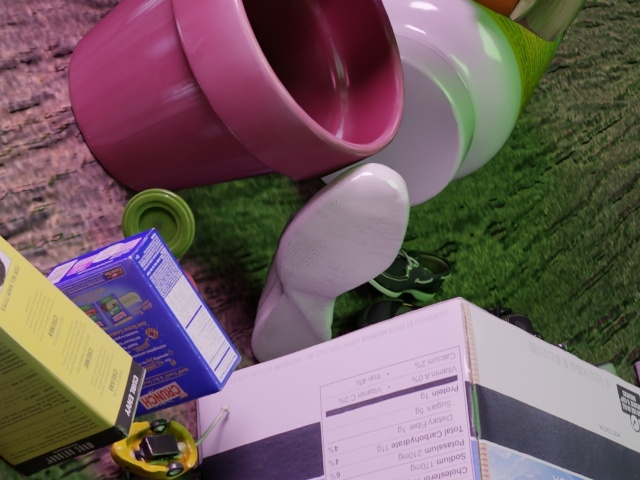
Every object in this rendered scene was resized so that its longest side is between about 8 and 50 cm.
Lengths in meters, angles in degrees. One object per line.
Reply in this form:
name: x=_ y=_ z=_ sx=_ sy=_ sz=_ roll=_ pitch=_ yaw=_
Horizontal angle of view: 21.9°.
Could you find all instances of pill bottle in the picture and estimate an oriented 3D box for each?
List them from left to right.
pill bottle: x=0.099 y=-0.165 z=1.446 sx=0.188 sy=0.188 sz=0.334 roll=59 pitch=31 yaw=-16

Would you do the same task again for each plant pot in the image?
plant pot: x=-0.069 y=-0.122 z=1.160 sx=0.201 sy=0.180 sz=0.201 roll=34 pitch=45 yaw=-43

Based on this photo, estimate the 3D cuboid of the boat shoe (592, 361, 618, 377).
boat shoe: x=0.245 y=0.164 z=1.572 sx=0.226 sy=0.083 sz=0.075 roll=-8 pitch=77 yaw=-60

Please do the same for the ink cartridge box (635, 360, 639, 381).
ink cartridge box: x=0.446 y=0.203 z=1.822 sx=0.128 sy=0.127 sz=0.176 roll=17 pitch=57 yaw=-52

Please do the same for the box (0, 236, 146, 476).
box: x=-0.207 y=0.039 z=0.936 sx=0.232 sy=0.087 sz=0.058 roll=46 pitch=35 yaw=-31

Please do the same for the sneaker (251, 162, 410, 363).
sneaker: x=0.000 y=0.000 z=1.196 sx=0.080 sy=0.212 sz=0.094 roll=17 pitch=47 yaw=-15

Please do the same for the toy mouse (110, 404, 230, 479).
toy mouse: x=-0.096 y=0.183 z=1.047 sx=0.161 sy=0.031 sz=0.143 roll=-6 pitch=59 yaw=-43

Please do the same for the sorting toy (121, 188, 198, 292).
sorting toy: x=-0.110 y=0.010 z=1.133 sx=0.042 sy=0.061 sz=0.102 roll=-51 pitch=144 yaw=-71

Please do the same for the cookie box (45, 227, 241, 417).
cookie box: x=-0.118 y=0.056 z=1.060 sx=0.107 sy=0.092 sz=0.040 roll=58 pitch=35 yaw=-18

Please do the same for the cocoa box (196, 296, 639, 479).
cocoa box: x=0.108 y=0.219 z=1.176 sx=0.347 sy=0.231 sz=0.228 roll=27 pitch=51 yaw=-48

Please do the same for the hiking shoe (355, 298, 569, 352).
hiking shoe: x=0.119 y=0.082 z=1.394 sx=0.227 sy=0.114 sz=0.086 roll=11 pitch=62 yaw=-55

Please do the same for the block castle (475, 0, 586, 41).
block castle: x=0.037 y=-0.343 z=1.175 sx=0.453 sy=0.213 sz=0.303 roll=20 pitch=17 yaw=-46

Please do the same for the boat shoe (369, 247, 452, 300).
boat shoe: x=0.073 y=0.025 z=1.419 sx=0.125 sy=0.038 sz=0.046 roll=16 pitch=32 yaw=-55
